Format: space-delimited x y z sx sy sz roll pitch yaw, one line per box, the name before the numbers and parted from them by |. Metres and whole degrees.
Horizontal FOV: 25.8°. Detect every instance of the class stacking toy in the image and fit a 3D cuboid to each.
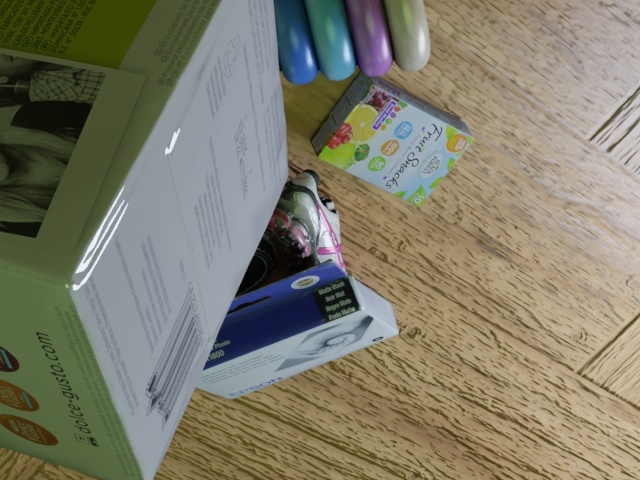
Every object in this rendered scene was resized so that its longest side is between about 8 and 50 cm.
stacking toy | -0.070 -0.190 1.311 0.330 0.141 0.141 -14 128 1

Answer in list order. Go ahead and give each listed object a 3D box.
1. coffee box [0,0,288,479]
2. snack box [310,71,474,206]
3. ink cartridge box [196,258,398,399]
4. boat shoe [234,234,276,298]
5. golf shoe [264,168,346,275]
coffee box | -0.243 -0.057 1.096 0.334 0.338 0.337 16 149 12
snack box | 0.075 -0.106 1.465 0.141 0.037 0.100 24 117 -30
ink cartridge box | -0.046 0.103 1.495 0.223 0.045 0.224 -22 160 13
boat shoe | -0.183 0.075 1.490 0.303 0.091 0.114 -23 129 1
golf shoe | 0.000 0.000 1.502 0.086 0.067 0.186 -54 148 -18
